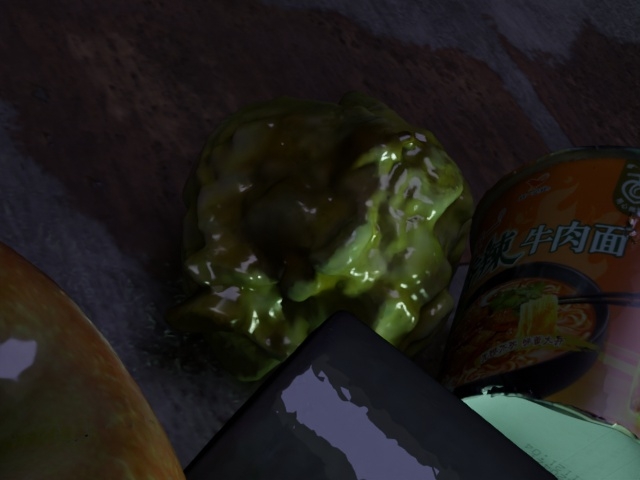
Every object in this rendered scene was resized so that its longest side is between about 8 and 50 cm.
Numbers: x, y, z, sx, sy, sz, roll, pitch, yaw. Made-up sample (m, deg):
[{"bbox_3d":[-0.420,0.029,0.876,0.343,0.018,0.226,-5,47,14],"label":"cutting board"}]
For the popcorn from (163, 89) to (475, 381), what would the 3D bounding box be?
[{"bbox_3d":[0.000,0.001,0.892,0.185,0.167,0.187,-3,21,0],"label":"popcorn"}]

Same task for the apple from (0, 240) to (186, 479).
[{"bbox_3d":[-0.189,0.137,0.517,0.319,0.277,0.319,22,38,-18],"label":"apple"}]

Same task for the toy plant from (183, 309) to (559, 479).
[{"bbox_3d":[0.106,0.219,0.738,0.400,0.185,0.279,44,11,0],"label":"toy plant"}]

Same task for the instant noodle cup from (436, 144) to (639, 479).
[{"bbox_3d":[0.169,0.084,0.894,0.230,0.230,0.182,33,53,-2],"label":"instant noodle cup"}]
